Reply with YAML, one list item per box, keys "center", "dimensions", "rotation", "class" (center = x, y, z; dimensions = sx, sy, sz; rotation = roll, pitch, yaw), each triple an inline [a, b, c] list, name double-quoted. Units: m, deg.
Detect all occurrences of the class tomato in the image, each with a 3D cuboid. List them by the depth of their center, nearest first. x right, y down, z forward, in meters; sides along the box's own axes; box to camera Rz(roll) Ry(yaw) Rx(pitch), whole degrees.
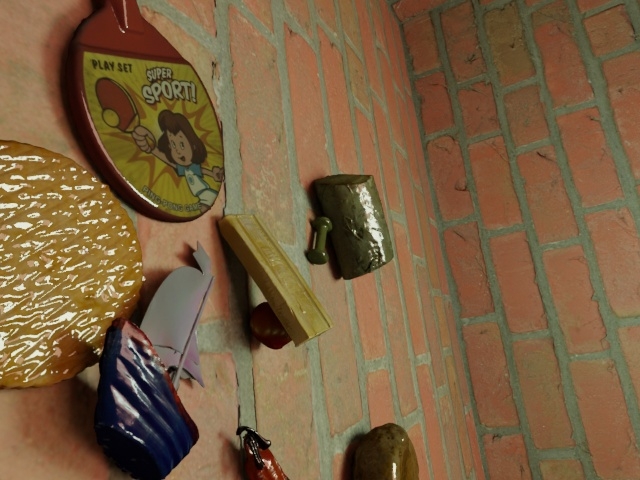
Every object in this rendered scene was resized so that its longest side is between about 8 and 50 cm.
- center: [-0.081, 0.147, 0.743]
  dimensions: [0.087, 0.087, 0.075]
  rotation: [34, 77, -55]
  class: "tomato"

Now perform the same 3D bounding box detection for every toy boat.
- center: [-0.183, 0.116, 0.531]
  dimensions: [0.219, 0.071, 0.319]
  rotation: [72, 18, -59]
  class: "toy boat"

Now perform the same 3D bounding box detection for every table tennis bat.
- center: [-0.252, -0.226, 0.621]
  dimensions: [0.268, 0.051, 0.415]
  rotation: [-36, 113, -63]
  class: "table tennis bat"

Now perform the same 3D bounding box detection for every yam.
- center: [0.090, -0.045, 1.106]
  dimensions: [0.161, 0.161, 0.268]
  rotation: [-32, 109, -63]
  class: "yam"

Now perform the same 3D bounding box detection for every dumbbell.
- center: [0.000, 0.000, 1.020]
  dimensions: [0.052, 0.046, 0.118]
  rotation: [57, 32, -46]
  class: "dumbbell"

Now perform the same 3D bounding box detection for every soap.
- center: [-0.077, 0.057, 0.728]
  dimensions: [0.252, 0.037, 0.092]
  rotation: [54, 23, 14]
  class: "soap"

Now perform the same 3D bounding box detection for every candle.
- center: [-0.061, 0.401, 0.682]
  dimensions: [0.084, 0.059, 0.302]
  rotation: [-74, 145, -66]
  class: "candle"

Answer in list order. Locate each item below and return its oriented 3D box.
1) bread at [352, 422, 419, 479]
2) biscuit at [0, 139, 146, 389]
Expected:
- center: [0.146, 0.534, 0.966]
  dimensions: [0.230, 0.122, 0.230]
  rotation: [-13, 90, -70]
  class: "bread"
- center: [-0.287, 0.021, 0.434]
  dimensions: [0.254, 0.035, 0.254]
  rotation: [36, 47, -53]
  class: "biscuit"
